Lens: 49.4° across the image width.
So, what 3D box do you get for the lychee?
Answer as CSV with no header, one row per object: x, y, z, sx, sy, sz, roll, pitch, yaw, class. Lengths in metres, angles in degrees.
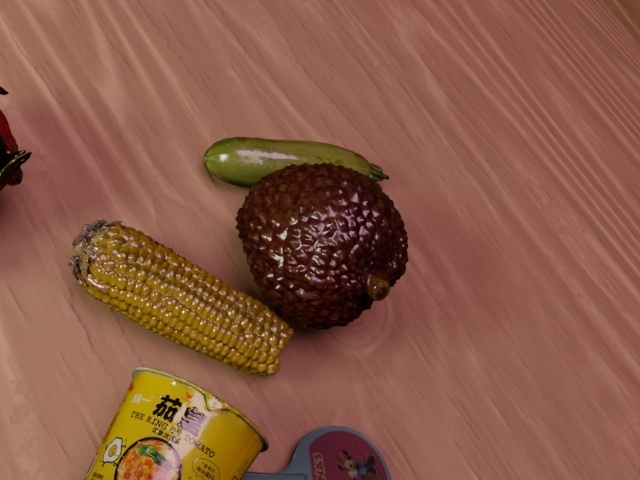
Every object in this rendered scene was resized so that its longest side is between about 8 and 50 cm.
0.000,0.000,0.988,0.235,0.236,0.271,-17,50,-35,lychee

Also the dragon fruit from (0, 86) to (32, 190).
-0.464,-0.108,0.835,0.192,0.193,0.274,-15,97,-33,dragon fruit

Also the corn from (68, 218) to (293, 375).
-0.182,0.080,0.913,0.317,0.115,0.115,30,51,-9,corn

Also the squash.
-0.022,-0.121,1.136,0.340,0.094,0.095,3,59,-27,squash

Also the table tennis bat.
-0.011,0.316,0.899,0.244,0.040,0.153,9,57,-28,table tennis bat

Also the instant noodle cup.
-0.169,0.250,0.774,0.182,0.182,0.144,33,59,-5,instant noodle cup
